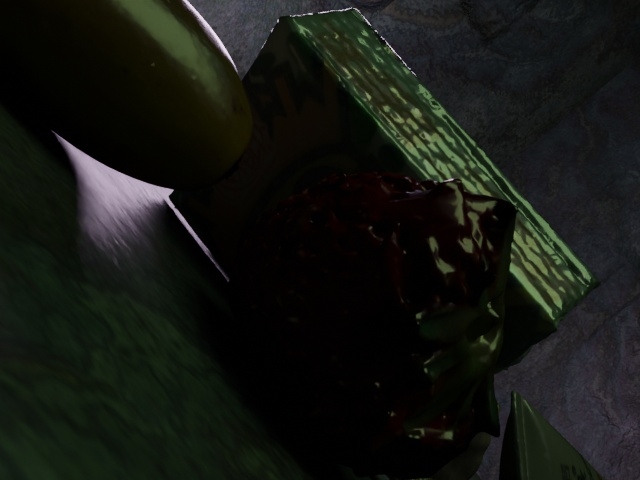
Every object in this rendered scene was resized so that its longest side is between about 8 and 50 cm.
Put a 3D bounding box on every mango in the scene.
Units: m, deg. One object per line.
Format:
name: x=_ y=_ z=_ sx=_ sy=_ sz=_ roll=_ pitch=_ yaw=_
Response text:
mango: x=-0.143 y=-0.126 z=0.484 sx=0.253 sy=0.113 sz=0.138 roll=43 pitch=8 yaw=-29

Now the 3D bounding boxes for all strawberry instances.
strawberry: x=0.022 y=0.042 z=0.508 sx=0.201 sy=0.184 sz=0.187 roll=16 pitch=-15 yaw=33

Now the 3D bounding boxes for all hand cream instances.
hand cream: x=0.159 y=0.190 z=0.553 sx=0.314 sy=0.089 sz=0.140 roll=34 pitch=51 yaw=-60

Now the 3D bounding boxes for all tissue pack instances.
tissue pack: x=0.036 y=-0.003 z=0.677 sx=0.311 sy=0.228 sz=0.128 roll=50 pitch=39 yaw=12

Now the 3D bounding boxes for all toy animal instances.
toy animal: x=0.133 y=0.202 z=0.953 sx=0.233 sy=0.121 sz=0.169 roll=-104 pitch=-172 yaw=-73

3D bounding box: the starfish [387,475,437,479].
starfish: x=0.115 y=0.242 z=0.609 sx=0.247 sy=0.050 sz=0.138 roll=43 pitch=3 yaw=-19
